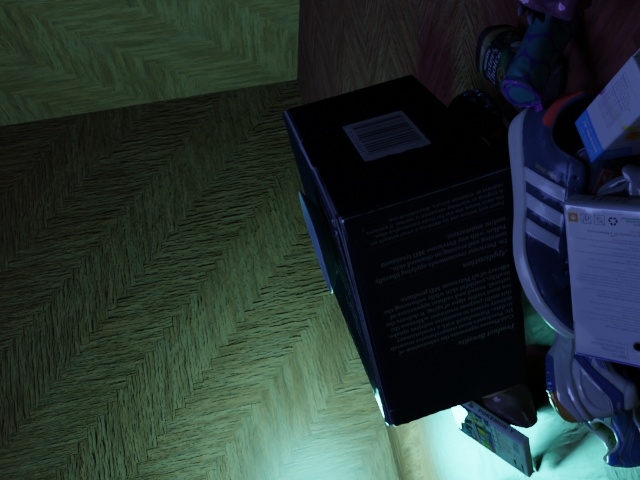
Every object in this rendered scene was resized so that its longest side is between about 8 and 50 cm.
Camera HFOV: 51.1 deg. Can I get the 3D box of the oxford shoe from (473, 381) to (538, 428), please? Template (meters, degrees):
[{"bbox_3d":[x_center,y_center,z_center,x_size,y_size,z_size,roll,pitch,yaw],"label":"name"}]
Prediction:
[{"bbox_3d":[0.372,0.337,1.447,0.132,0.130,0.363,59,179,8],"label":"oxford shoe"}]

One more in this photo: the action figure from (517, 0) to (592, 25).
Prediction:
[{"bbox_3d":[0.321,-0.432,0.745,0.275,0.248,0.370,-57,-2,-30],"label":"action figure"}]

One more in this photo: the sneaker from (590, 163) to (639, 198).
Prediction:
[{"bbox_3d":[0.380,0.001,0.846,0.132,0.086,0.228,28,132,29],"label":"sneaker"}]

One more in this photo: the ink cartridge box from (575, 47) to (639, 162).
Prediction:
[{"bbox_3d":[0.378,-0.159,0.746,0.181,0.105,0.061,100,157,-70],"label":"ink cartridge box"}]

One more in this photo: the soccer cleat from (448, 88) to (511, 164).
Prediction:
[{"bbox_3d":[0.334,-0.144,1.202,0.116,0.109,0.318,48,-167,-49],"label":"soccer cleat"}]

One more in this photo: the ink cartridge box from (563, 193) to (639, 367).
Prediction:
[{"bbox_3d":[0.390,0.054,0.768,0.206,0.045,0.208,8,117,44],"label":"ink cartridge box"}]

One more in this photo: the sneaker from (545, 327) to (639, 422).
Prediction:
[{"bbox_3d":[0.410,0.126,1.002,0.112,0.131,0.296,38,-135,-41],"label":"sneaker"}]

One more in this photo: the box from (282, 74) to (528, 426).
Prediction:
[{"bbox_3d":[0.155,0.000,1.301,0.479,0.298,0.471,-112,7,-56],"label":"box"}]

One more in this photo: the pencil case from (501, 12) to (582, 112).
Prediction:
[{"bbox_3d":[0.316,-0.264,0.959,0.151,0.070,0.064,-61,16,-13],"label":"pencil case"}]

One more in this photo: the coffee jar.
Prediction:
[{"bbox_3d":[0.320,-0.284,1.097,0.184,0.079,0.096,-110,12,-52],"label":"coffee jar"}]

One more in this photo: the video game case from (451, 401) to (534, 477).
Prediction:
[{"bbox_3d":[0.355,0.401,1.393,0.184,0.023,0.201,30,159,35],"label":"video game case"}]

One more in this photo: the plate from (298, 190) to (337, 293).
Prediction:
[{"bbox_3d":[0.000,0.000,1.163,0.188,0.024,0.188,162,90,-86],"label":"plate"}]

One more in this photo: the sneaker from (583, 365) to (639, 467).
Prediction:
[{"bbox_3d":[0.432,0.238,1.007,0.080,0.081,0.211,86,171,-52],"label":"sneaker"}]

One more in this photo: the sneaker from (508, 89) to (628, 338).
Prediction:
[{"bbox_3d":[0.355,-0.045,0.921,0.148,0.131,0.349,-28,64,57],"label":"sneaker"}]
